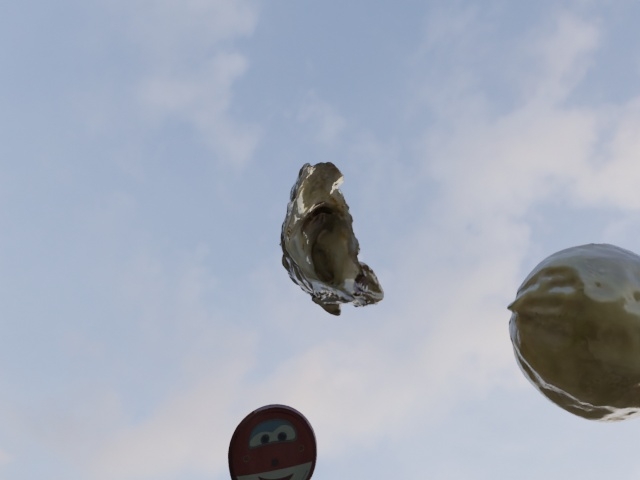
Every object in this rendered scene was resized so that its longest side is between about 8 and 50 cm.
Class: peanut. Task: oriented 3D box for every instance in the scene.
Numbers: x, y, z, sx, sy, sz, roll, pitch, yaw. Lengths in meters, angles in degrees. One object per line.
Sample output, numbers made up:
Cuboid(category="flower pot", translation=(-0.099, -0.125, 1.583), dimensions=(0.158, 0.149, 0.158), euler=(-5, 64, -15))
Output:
Cuboid(category="peanut", translation=(0.258, 0.072, 0.615), dimensions=(0.147, 0.305, 0.147), euler=(-1, -91, 45))

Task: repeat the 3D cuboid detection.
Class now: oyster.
Cuboid(category="oyster", translation=(-0.001, 0.016, 0.915), dimensions=(0.107, 0.161, 0.233), euler=(7, -27, 31))

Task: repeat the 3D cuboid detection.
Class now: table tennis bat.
Cuboid(category="table tennis bat", translation=(-0.047, 0.245, 0.746), dimensions=(0.019, 0.098, 0.155), euler=(-11, -98, 64))
